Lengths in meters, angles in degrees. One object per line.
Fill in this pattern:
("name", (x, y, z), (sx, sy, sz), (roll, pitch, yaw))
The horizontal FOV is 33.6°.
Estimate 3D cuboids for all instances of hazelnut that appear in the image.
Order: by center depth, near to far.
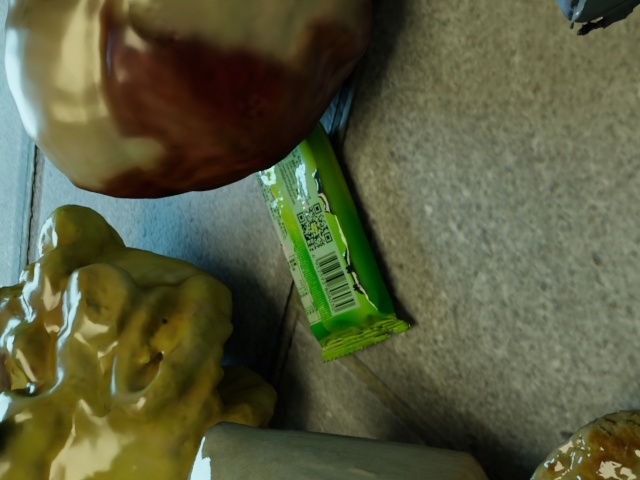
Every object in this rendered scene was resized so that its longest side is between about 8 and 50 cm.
("hazelnut", (-0.090, -0.152, 0.736), (0.261, 0.241, 0.261), (-7, 76, 30))

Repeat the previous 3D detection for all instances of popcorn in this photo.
("popcorn", (-0.190, 0.145, 0.922), (0.316, 0.281, 0.297), (31, 109, 25))

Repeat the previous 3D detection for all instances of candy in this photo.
("candy", (0.001, 0.000, 0.811), (0.102, 0.032, 0.178), (-29, 81, 54))

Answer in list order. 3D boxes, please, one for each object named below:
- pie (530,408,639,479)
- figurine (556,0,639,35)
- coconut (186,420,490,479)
("pie", (0.205, 0.188, 0.597), (0.163, 0.079, 0.193), (-48, 66, 38))
("figurine", (0.084, -0.310, 0.467), (0.388, 0.248, 0.276), (51, 134, 12))
("coconut", (0.011, 0.260, 0.701), (0.329, 0.329, 0.328), (21, 118, 45))
